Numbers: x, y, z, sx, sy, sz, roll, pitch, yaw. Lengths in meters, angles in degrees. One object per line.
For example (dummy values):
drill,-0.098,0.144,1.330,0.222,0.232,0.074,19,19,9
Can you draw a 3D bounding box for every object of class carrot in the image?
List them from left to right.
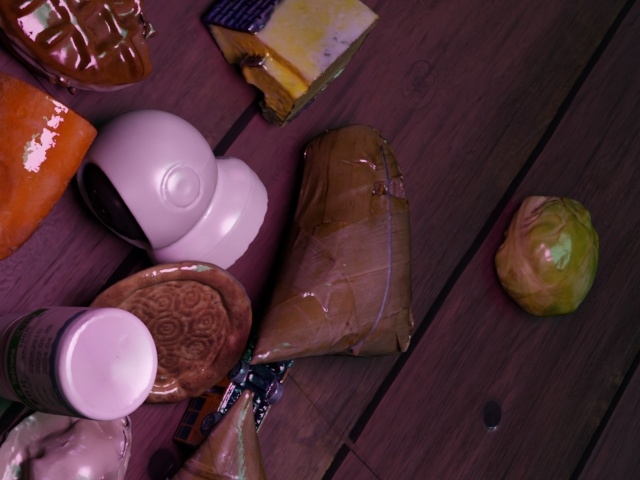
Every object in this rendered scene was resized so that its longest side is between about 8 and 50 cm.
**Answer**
carrot,-0.391,-0.080,1.634,0.159,0.159,0.225,27,85,-38

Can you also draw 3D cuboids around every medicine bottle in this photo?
medicine bottle,-0.320,0.147,1.609,0.139,0.237,0.139,1,89,-43

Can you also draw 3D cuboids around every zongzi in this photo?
zongzi,-0.081,0.361,1.764,0.251,0.125,0.274,35,106,-9
zongzi,0.000,0.000,1.894,0.393,0.174,0.356,2,83,-60

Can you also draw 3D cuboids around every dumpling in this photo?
dumpling,-0.343,0.313,1.678,0.173,0.142,0.247,22,79,-3

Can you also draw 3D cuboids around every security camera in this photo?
security camera,-0.209,-0.074,1.741,0.236,0.195,0.194,41,63,-37

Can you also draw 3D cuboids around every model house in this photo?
model house,-0.064,-0.309,1.942,0.211,0.170,0.194,42,66,-1

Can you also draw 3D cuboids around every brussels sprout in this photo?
brussels sprout,0.412,0.030,2.312,0.223,0.161,0.223,-5,98,-37

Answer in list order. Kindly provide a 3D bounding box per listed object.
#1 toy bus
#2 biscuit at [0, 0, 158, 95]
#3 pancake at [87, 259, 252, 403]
toy bus,-0.124,0.227,1.870,0.091,0.103,0.182,35,72,-31
biscuit,-0.334,-0.375,1.693,0.268,0.115,0.366,-1,88,-41
pancake,-0.206,0.123,1.752,0.250,0.031,0.250,-11,130,-13
